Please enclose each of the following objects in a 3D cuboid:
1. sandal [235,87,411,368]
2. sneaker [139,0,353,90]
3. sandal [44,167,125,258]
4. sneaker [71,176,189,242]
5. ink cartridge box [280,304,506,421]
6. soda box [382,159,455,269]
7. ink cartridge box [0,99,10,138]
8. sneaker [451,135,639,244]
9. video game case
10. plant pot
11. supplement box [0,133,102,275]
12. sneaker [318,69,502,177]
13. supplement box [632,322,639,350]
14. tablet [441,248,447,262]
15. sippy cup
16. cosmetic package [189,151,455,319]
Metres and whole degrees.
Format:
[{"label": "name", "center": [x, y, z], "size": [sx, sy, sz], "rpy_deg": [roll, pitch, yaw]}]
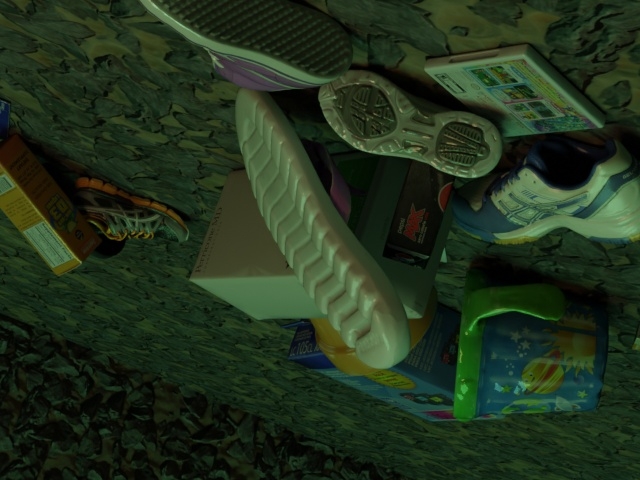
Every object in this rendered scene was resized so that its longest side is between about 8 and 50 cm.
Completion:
[{"label": "sandal", "center": [0.012, -0.024, 1.660], "size": [0.102, 0.416, 0.169], "rpy_deg": [-18, 156, -24]}, {"label": "sneaker", "center": [-0.120, -0.236, 1.478], "size": [0.282, 0.102, 0.161], "rpy_deg": [29, 163, -29]}, {"label": "sandal", "center": [-0.418, -0.043, 2.366], "size": [0.055, 0.097, 0.254], "rpy_deg": [-20, 147, 20]}, {"label": "sneaker", "center": [-0.331, -0.034, 2.307], "size": [0.215, 0.083, 0.084], "rpy_deg": [20, 161, -10]}, {"label": "ink cartridge box", "center": [0.127, 0.191, 2.425], "size": [0.396, 0.151, 0.270], "rpy_deg": [27, 160, -20]}, {"label": "soda box", "center": [0.128, -0.054, 1.651], "size": [0.060, 0.168, 0.053], "rpy_deg": [17, 161, 3]}, {"label": "ink cartridge box", "center": [-0.673, -0.233, 2.098], "size": [0.371, 0.069, 0.176], "rpy_deg": [19, 162, -9]}, {"label": "sneaker", "center": [0.268, -0.074, 1.610], "size": [0.296, 0.112, 0.131], "rpy_deg": [-2, 136, 44]}, {"label": "video game case", "center": [0.216, -0.164, 1.488], "size": [0.143, 0.019, 0.157], "rpy_deg": [-2, 153, 46]}, {"label": "plant pot", "center": [0.049, 0.076, 2.110], "size": [0.205, 0.205, 0.188], "rpy_deg": [-2, 138, 48]}, {"label": "supplement box", "center": [-0.468, -0.058, 2.217], "size": [0.080, 0.078, 0.233], "rpy_deg": [-20, 115, 36]}, {"label": "sneaker", "center": [0.108, -0.132, 1.584], "size": [0.232, 0.090, 0.115], "rpy_deg": [25, -173, 13]}, {"label": "supplement box", "center": [0.541, 0.158, 2.091], "size": [0.098, 0.036, 0.062], "rpy_deg": [15, 161, 12]}, {"label": "tablet", "center": [0.168, 0.014, 2.080], "size": [0.054, 0.006, 0.083], "rpy_deg": [14, 162, 14]}, {"label": "sippy cup", "center": [0.326, 0.171, 2.077], "size": [0.224, 0.240, 0.305], "rpy_deg": [5, -175, 7]}, {"label": "cosmetic package", "center": [0.000, 0.000, 1.902], "size": [0.155, 0.196, 0.366], "rpy_deg": [32, 157, -35]}]
